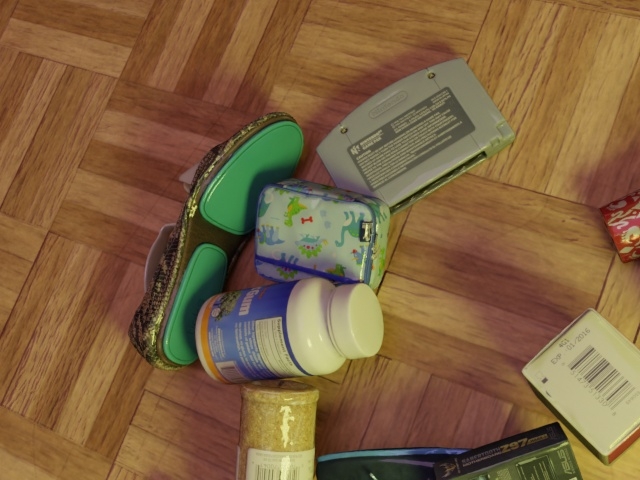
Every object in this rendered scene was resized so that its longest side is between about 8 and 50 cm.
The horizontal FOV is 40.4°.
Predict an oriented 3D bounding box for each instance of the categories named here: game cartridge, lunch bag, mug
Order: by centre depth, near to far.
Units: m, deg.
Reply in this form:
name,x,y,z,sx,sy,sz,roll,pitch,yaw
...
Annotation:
name,x,y,z,sx,sy,sz,roll,pitch,yaw
mug,0.512,-0.023,1.269,0.169,0.113,0.150,-23,66,15
lunch bag,0.000,0.000,1.422,0.219,0.090,0.176,15,108,23
game cartridge,0.151,-0.172,1.469,0.297,0.062,0.198,-31,62,8

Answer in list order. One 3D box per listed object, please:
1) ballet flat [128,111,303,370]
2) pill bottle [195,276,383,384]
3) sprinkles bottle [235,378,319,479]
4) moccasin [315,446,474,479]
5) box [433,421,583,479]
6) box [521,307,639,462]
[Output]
name,x,y,z,sx,sy,sz,roll,pitch,yaw
ballet flat,-0.205,-0.017,1.500,0.182,0.164,0.482,19,82,44
pill bottle,-0.046,0.139,1.357,0.272,0.152,0.152,-12,70,29
sprinkles bottle,-0.070,0.390,1.288,0.121,0.121,0.355,3,89,20
moccasin,0.156,0.359,1.257,0.342,0.138,0.116,-4,77,19
box,0.277,0.381,1.178,0.184,0.059,0.232,-22,103,6
box,0.377,0.204,1.175,0.127,0.232,0.148,-44,65,2
